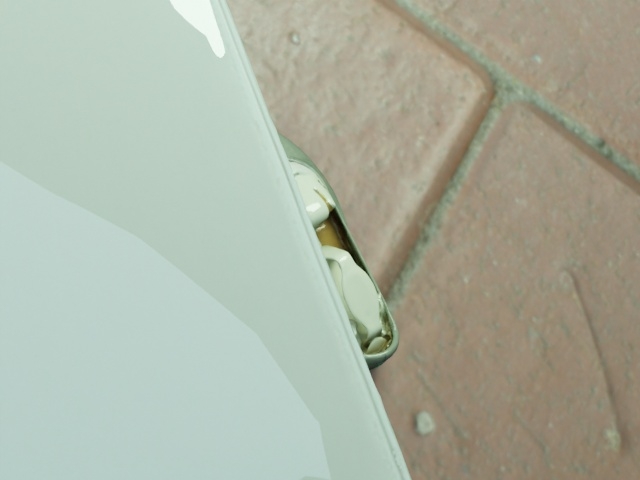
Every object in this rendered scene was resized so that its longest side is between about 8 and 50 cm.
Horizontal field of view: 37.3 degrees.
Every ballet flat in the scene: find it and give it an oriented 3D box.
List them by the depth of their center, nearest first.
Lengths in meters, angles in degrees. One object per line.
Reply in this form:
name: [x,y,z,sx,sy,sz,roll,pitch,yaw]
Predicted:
ballet flat: [0.000,0.000,0.724,0.072,0.068,0.213,-27,89,-21]

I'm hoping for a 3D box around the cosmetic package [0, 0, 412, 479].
cosmetic package: [-0.226,0.067,0.492,0.394,0.329,0.327,-20,84,-20]
